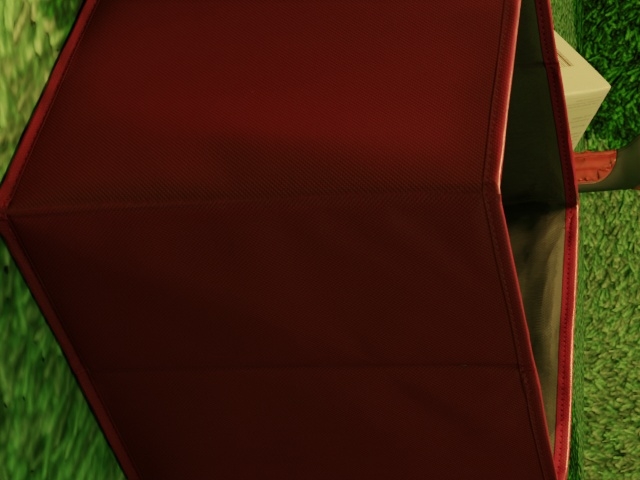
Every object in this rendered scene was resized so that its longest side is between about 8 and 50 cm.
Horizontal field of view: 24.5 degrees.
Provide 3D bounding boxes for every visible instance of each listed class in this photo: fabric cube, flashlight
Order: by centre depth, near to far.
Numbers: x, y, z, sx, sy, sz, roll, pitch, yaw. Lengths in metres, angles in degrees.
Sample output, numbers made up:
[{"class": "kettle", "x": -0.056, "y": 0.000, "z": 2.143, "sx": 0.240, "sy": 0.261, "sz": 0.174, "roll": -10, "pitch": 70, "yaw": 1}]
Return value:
[{"class": "fabric cube", "x": 0.006, "y": -0.017, "z": 0.858, "sx": 0.254, "sy": 0.258, "sz": 0.259, "roll": -79, "pitch": 159, "yaw": -43}, {"class": "flashlight", "x": 0.392, "y": -0.114, "z": 2.147, "sx": 0.103, "sy": 0.304, "sz": 0.103, "roll": 5, "pitch": 82, "yaw": -74}]

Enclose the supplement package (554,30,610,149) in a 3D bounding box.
[{"class": "supplement package", "x": 0.167, "y": -0.102, "z": 1.376, "sx": 0.105, "sy": 0.105, "sz": 0.179, "roll": -12, "pitch": 141, "yaw": -39}]
